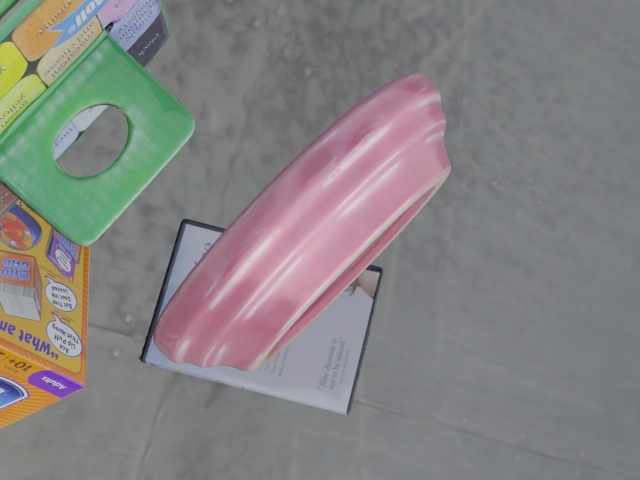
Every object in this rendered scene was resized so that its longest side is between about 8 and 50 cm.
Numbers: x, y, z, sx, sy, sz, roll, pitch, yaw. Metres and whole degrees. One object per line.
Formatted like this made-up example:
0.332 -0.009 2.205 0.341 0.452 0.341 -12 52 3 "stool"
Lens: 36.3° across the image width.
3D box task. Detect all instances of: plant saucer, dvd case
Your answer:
0.000 0.000 0.860 0.332 0.084 0.332 -44 174 -5 "plant saucer"
-0.067 0.088 1.155 0.022 0.253 0.180 96 8 -75 "dvd case"

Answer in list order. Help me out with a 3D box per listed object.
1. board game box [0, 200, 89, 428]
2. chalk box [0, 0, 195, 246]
-0.593 0.064 1.435 0.356 0.356 0.356 39 33 -45 "board game box"
-0.199 -0.124 0.492 0.180 0.289 0.179 -49 175 -9 "chalk box"
